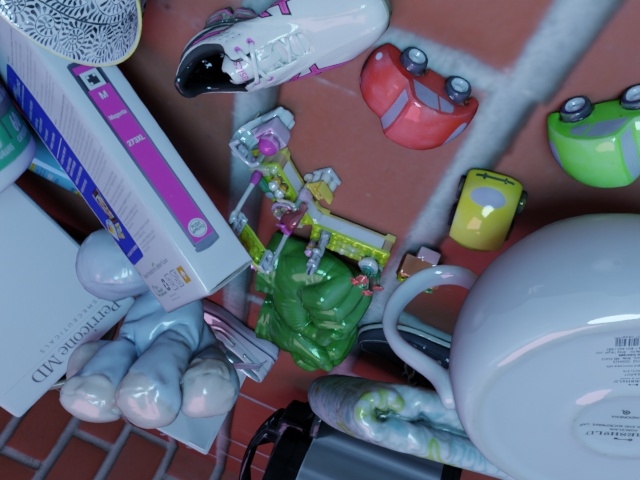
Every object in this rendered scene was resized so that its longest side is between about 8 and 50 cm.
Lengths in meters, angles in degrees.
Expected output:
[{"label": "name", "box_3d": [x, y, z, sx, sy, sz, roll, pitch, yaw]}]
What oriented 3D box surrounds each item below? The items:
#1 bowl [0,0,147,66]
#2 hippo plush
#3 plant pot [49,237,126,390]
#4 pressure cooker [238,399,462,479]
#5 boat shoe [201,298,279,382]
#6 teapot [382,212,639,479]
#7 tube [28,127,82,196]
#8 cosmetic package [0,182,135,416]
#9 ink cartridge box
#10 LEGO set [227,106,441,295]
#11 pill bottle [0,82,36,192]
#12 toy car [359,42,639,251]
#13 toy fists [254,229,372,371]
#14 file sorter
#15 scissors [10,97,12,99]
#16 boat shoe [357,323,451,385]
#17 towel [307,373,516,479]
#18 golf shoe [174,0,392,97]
[{"label": "bowl", "box_3d": [-0.193, -0.228, 0.432, 0.170, 0.080, 0.170, 17, 148, 11]}, {"label": "hippo plush", "box_3d": [-0.195, 0.089, 0.746, 0.294, 0.237, 0.234, -6, -172, -41]}, {"label": "plant pot", "box_3d": [-0.481, 0.131, 1.040, 0.263, 0.263, 0.229, 30, 167, -8]}, {"label": "pressure cooker", "box_3d": [0.034, 0.525, 1.104, 0.420, 0.370, 0.376, 17, 157, 15]}, {"label": "boat shoe", "box_3d": [-0.179, 0.175, 1.013, 0.226, 0.076, 0.083, 31, 148, -9]}, {"label": "teapot", "box_3d": [0.218, 0.070, 0.449, 0.255, 0.187, 0.252, 30, 129, -11]}, {"label": "tube", "box_3d": [-0.358, -0.101, 0.769, 0.207, 0.052, 0.080, 34, 164, -21]}, {"label": "cosmetic package", "box_3d": [-0.501, -0.001, 0.765, 0.453, 0.230, 0.161, 52, 161, -28]}, {"label": "ink cartridge box", "box_3d": [-0.224, -0.096, 0.578, 0.371, 0.069, 0.175, 54, 151, -7]}, {"label": "LEGO set", "box_3d": [0.000, 0.000, 0.604, 0.287, 0.107, 0.132, 42, 145, -24]}, {"label": "pill bottle", "box_3d": [-0.441, -0.194, 0.504, 0.204, 0.204, 0.361, 6, 133, 28]}, {"label": "toy car", "box_3d": [0.163, -0.066, 0.446, 0.224, 0.053, 0.239, -5, 137, 40]}, {"label": "toy fists", "box_3d": [-0.014, 0.100, 0.772, 0.142, 0.096, 0.279, 21, 147, 7]}, {"label": "file sorter", "box_3d": [-0.332, 0.291, 1.186, 0.277, 0.193, 0.173, 34, 150, -14]}, {"label": "scissors", "box_3d": [-0.454, -0.211, 0.641, 0.297, 0.109, 0.021, 44, -175, -31]}, {"label": "boat shoe", "box_3d": [0.143, 0.173, 0.797, 0.206, 0.065, 0.075, 13, 146, 19]}, {"label": "towel", "box_3d": [0.184, 0.265, 0.793, 0.374, 0.090, 0.320, 17, 163, -8]}, {"label": "golf shoe", "box_3d": [-0.033, -0.146, 0.437, 0.186, 0.086, 0.067, -3, 137, 36]}]
